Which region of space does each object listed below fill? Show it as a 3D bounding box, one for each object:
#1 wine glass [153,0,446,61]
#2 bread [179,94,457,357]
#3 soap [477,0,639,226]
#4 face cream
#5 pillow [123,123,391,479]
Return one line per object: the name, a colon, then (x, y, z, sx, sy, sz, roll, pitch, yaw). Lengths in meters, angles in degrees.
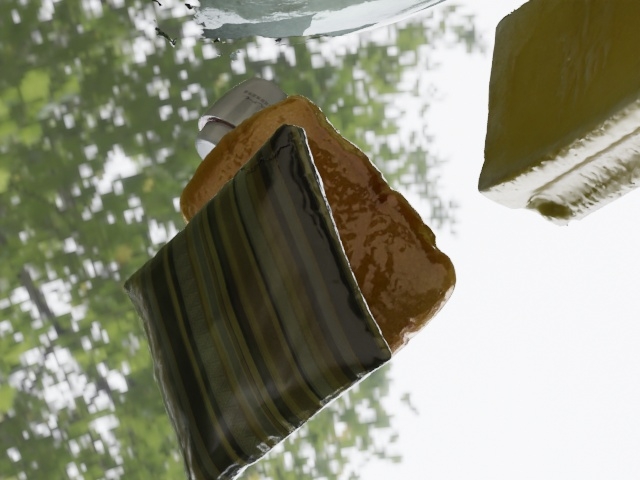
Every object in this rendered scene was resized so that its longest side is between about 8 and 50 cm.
wine glass: (0.065, -0.223, 1.029, 0.357, 0.190, 0.190, -8, -129, -4)
bread: (0.000, 0.000, 1.468, 0.174, 0.121, 0.245, -41, -99, 17)
soap: (0.245, -0.148, 1.342, 0.091, 0.315, 0.199, 18, -113, -21)
face cream: (-0.076, -0.114, 1.720, 0.091, 0.091, 0.095, 26, -115, 24)
pillow: (-0.052, 0.055, 1.194, 0.212, 0.052, 0.208, -41, -126, 30)
